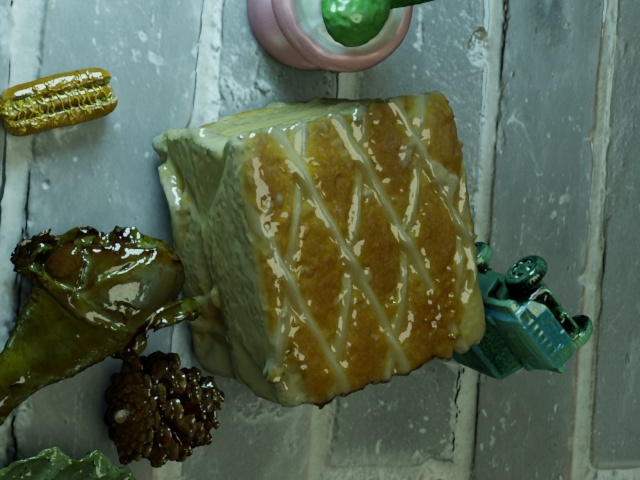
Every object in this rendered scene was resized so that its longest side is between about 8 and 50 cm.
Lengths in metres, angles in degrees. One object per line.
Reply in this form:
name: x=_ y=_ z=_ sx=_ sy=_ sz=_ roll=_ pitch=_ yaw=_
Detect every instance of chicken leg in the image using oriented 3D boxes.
chicken leg: x=-0.347 y=0.099 z=1.740 sx=0.361 sy=0.140 sz=0.211 roll=-31 pitch=73 yaw=-9

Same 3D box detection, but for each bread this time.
bread: x=0.000 y=0.000 z=1.853 sx=0.371 sy=0.279 sz=0.390 roll=-17 pitch=99 yaw=-30

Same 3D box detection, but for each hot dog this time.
hot dog: x=-0.350 y=-0.184 z=1.783 sx=0.165 sy=0.045 sz=0.071 roll=-18 pitch=102 yaw=-29

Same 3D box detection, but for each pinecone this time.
pinecone: x=-0.208 y=0.225 z=1.808 sx=0.173 sy=0.173 sz=0.173 roll=-1 pitch=91 yaw=-30

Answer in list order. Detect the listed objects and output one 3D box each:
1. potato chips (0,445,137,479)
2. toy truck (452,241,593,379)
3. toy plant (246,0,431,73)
potato chips: x=-0.365 y=0.482 z=1.741 sx=0.358 sy=0.070 sz=0.429 roll=44 pitch=79 yaw=-18
toy truck: x=0.267 y=0.112 z=2.007 sx=0.156 sy=0.279 sz=0.155 roll=-45 pitch=112 yaw=-12
toy plant: x=0.062 y=-0.350 z=1.844 sx=0.317 sy=0.356 sz=0.210 roll=-29 pitch=97 yaw=-25
